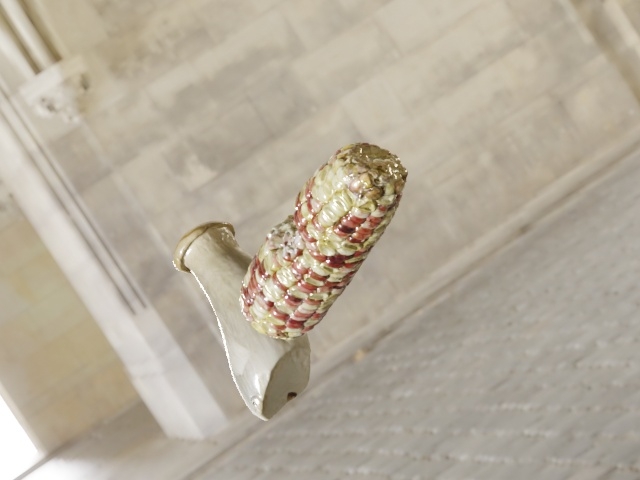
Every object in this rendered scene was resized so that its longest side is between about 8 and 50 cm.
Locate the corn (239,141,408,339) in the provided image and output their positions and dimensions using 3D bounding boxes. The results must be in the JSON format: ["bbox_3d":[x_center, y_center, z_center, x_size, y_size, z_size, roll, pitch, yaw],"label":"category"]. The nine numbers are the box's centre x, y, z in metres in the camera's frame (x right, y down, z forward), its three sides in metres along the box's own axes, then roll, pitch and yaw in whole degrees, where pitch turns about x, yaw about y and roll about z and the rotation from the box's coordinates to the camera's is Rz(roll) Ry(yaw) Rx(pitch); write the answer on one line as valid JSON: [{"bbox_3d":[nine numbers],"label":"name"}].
[{"bbox_3d":[0.000,0.000,1.273,0.098,0.098,0.290,-36,-13,-36],"label":"corn"}]

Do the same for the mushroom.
[{"bbox_3d":[-0.083,0.087,1.583,0.096,0.247,0.108,-8,-27,-48],"label":"mushroom"}]
